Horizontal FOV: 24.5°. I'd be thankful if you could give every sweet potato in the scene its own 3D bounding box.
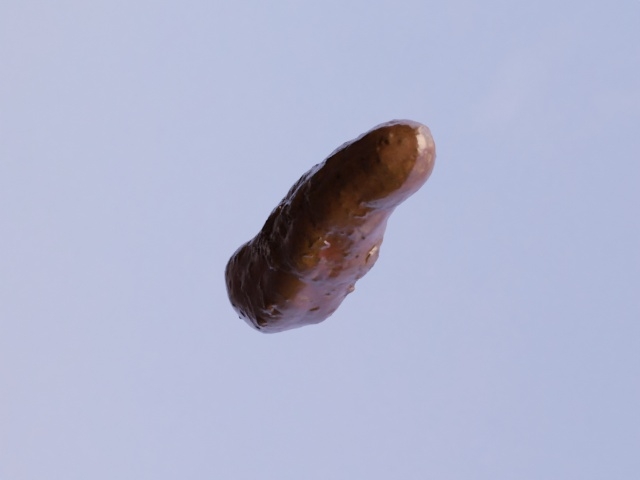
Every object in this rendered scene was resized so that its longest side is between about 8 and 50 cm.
[{"bbox_3d":[-0.009,0.011,1.193,0.106,0.095,0.354,-50,-178,-32],"label":"sweet potato"}]
